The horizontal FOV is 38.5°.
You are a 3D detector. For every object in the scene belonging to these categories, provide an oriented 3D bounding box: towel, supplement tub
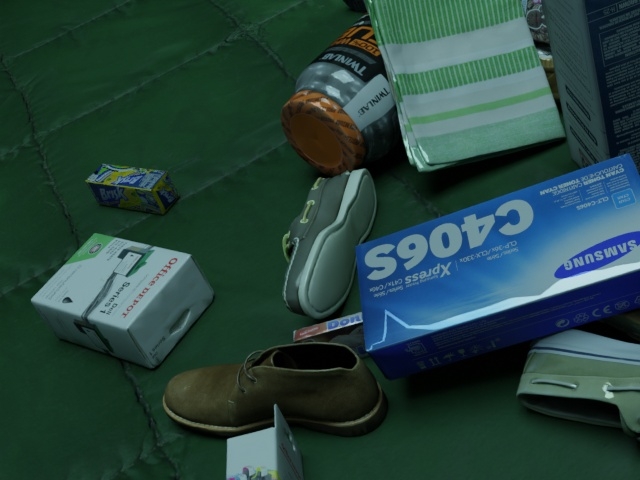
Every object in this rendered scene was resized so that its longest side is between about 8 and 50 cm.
[{"bbox_3d":[0.215,-0.281,1.407,0.247,0.038,0.325,-15,82,-7],"label":"towel"},{"bbox_3d":[0.090,-0.259,1.517,0.193,0.194,0.316,17,52,39],"label":"supplement tub"}]

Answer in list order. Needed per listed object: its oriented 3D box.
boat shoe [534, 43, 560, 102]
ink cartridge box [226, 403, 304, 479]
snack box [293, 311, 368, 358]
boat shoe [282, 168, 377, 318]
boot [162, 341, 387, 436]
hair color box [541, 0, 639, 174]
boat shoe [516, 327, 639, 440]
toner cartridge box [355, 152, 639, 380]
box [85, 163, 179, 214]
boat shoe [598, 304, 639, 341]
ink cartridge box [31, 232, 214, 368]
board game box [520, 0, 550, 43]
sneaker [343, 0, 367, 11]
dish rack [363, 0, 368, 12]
[{"bbox_3d":[0.366,-0.269,1.481,0.277,0.098,0.096,9,28,31],"label":"boat shoe"},{"bbox_3d":[-0.059,0.284,1.015,0.061,0.104,0.181,-15,38,9],"label":"ink cartridge box"},{"bbox_3d":[0.059,0.121,1.184,0.178,0.064,0.022,-16,39,8],"label":"snack box"},{"bbox_3d":[0.001,0.004,1.322,0.091,0.109,0.305,-4,36,24],"label":"boat shoe"},{"bbox_3d":[-0.074,0.173,1.150,0.305,0.115,0.112,-5,43,23],"label":"boot"},{"bbox_3d":[0.379,-0.217,1.194,0.105,0.347,0.174,-20,38,4],"label":"hair color box"},{"bbox_3d":[0.349,0.168,0.969,0.302,0.109,0.094,6,58,46],"label":"boat shoe"},{"bbox_3d":[0.217,0.033,1.068,0.347,0.075,0.165,-20,47,16],"label":"toner cartridge box"},{"bbox_3d":[-0.337,-0.093,1.640,0.169,0.059,0.054,10,47,35],"label":"box"},{"bbox_3d":[0.341,0.048,1.108,0.109,0.098,0.302,-46,44,-8],"label":"boat shoe"},{"bbox_3d":[-0.296,0.085,1.380,0.219,0.093,0.160,10,49,35],"label":"ink cartridge box"},{"bbox_3d":[0.415,-0.401,1.494,0.232,0.141,0.291,-15,27,-40],"label":"board game box"},{"bbox_3d":[0.187,-0.537,1.867,0.319,0.112,0.131,16,55,38],"label":"sneaker"},{"bbox_3d":[0.221,-0.507,1.674,0.332,0.285,0.072,-10,43,17],"label":"dish rack"}]
